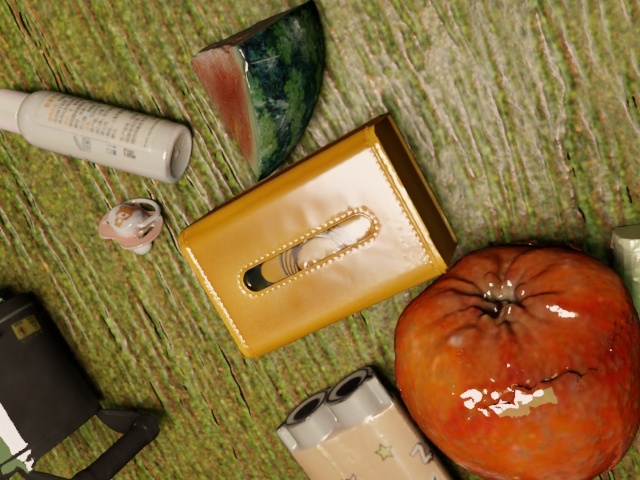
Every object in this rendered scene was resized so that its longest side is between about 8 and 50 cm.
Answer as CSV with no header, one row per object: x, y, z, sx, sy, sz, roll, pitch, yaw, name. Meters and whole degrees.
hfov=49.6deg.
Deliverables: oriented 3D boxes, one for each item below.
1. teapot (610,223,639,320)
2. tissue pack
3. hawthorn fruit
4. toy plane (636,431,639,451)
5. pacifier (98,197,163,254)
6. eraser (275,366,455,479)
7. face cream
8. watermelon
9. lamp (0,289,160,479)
0.381,0.088,0.790,0.077,0.107,0.200,-6,104,10,teapot
0.000,0.000,0.844,0.274,0.145,0.194,-28,99,20,tissue pack
0.239,0.163,0.778,0.276,0.276,0.307,-24,113,19,hawthorn fruit
0.494,0.206,0.766,0.223,0.104,0.326,19,120,15,toy plane
-0.251,-0.014,0.950,0.099,0.081,0.078,22,146,32,pacifier
0.090,0.326,0.940,0.171,0.087,0.290,-33,96,19,eraser
-0.306,-0.145,0.912,0.269,0.082,0.082,16,109,10,face cream
-0.067,-0.183,0.836,0.136,0.202,0.207,-8,122,-23,watermelon
-0.452,0.200,0.976,0.374,0.205,0.272,-6,108,27,lamp
